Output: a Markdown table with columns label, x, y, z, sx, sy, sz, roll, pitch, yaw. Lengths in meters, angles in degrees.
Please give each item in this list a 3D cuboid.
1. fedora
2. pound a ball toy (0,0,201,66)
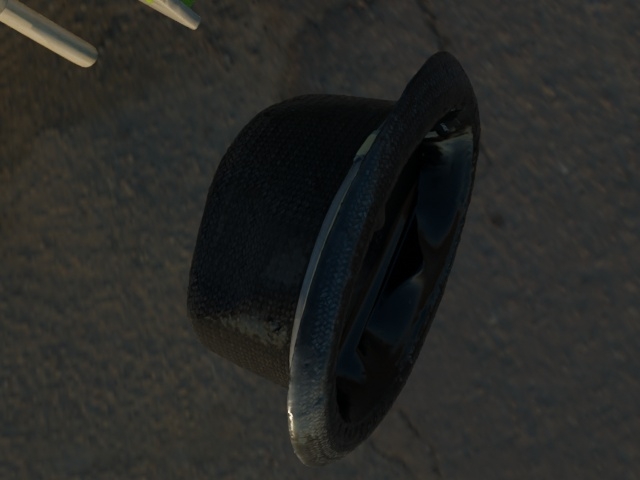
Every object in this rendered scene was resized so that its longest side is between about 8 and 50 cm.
| label | x | y | z | sx | sy | sz | roll | pitch | yaw |
| --- | --- | --- | --- | --- | --- | --- | --- | --- | --- |
| fedora | 0.000 | 0.000 | 1.378 | 0.152 | 0.334 | 0.334 | 17 | 114 | 19 |
| pound a ball toy | -0.174 | -0.229 | 1.241 | 0.135 | 0.319 | 0.208 | 32 | 91 | 17 |
